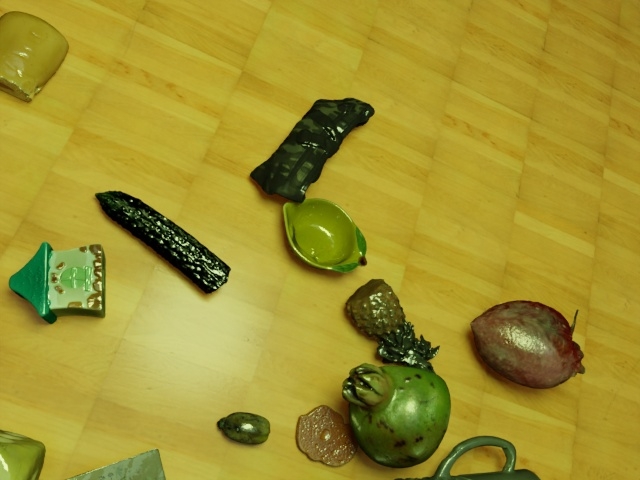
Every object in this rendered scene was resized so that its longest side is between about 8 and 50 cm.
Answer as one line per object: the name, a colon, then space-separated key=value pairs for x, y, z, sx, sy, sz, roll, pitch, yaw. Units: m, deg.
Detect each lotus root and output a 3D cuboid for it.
lotus root: x=-0.140 y=0.342 z=0.957 sx=0.099 sy=0.049 sz=0.054 roll=13 pitch=72 yaw=-8

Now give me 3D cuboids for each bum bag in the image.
bum bag: x=-0.017 y=-0.213 z=1.131 sx=0.144 sy=0.095 sz=0.340 roll=25 pitch=60 yaw=22

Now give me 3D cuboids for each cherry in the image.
cherry: x=0.431 y=0.213 z=1.119 sx=0.250 sy=0.175 sz=0.192 roll=18 pitch=60 yaw=-11

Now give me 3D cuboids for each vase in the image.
vase: x=0.286 y=0.505 z=1.004 sx=0.301 sy=0.156 sz=0.251 roll=7 pitch=75 yaw=-10

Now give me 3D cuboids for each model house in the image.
model house: x=-0.452 y=0.075 z=0.908 sx=0.149 sy=0.100 sz=0.127 roll=-2 pitch=74 yaw=-17

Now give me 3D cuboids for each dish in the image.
dish: x=0.000 y=0.000 z=1.092 sx=0.208 sy=0.080 sz=0.149 roll=39 pitch=62 yaw=-2

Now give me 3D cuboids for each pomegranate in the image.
pomegranate: x=0.140 y=0.317 z=0.949 sx=0.190 sy=0.241 sz=0.159 roll=3 pitch=52 yaw=12

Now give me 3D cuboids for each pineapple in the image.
pineapple: x=0.157 y=0.194 z=1.076 sx=0.119 sy=0.111 sz=0.237 roll=-35 pitch=96 yaw=7

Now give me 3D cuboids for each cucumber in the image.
cucumber: x=-0.301 y=-0.006 z=0.997 sx=0.300 sy=0.072 sz=0.072 roll=38 pitch=66 yaw=-5

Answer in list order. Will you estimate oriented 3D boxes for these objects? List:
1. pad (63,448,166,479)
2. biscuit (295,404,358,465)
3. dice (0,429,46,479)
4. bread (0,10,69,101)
pad: x=-0.307 y=0.487 z=0.830 sx=0.160 sy=0.009 sz=0.265 roll=-12 pitch=85 yaw=-27
biscuit: x=0.013 y=0.378 z=1.013 sx=0.130 sy=0.019 sz=0.102 roll=28 pitch=68 yaw=-9
dice: x=-0.516 y=0.364 z=0.758 sx=0.166 sy=0.169 sz=0.169 roll=19 pitch=69 yaw=-13
bread: x=-0.579 y=-0.360 z=1.005 sx=0.134 sy=0.085 sz=0.173 roll=22 pitch=68 yaw=-11
